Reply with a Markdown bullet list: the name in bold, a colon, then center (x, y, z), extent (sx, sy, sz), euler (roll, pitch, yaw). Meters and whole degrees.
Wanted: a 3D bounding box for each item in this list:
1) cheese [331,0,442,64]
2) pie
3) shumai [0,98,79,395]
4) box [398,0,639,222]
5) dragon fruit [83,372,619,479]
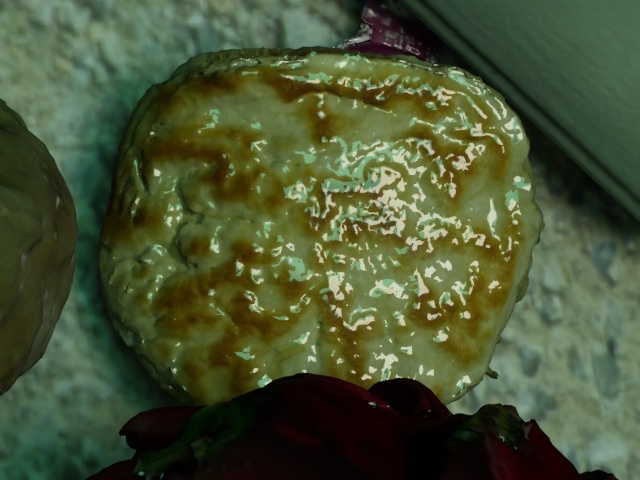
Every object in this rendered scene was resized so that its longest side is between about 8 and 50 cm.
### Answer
- **cheese**: center (0.036, -0.078, 0.775), extent (0.095, 0.038, 0.145), euler (16, 76, -22)
- **pie**: center (0.000, 0.000, 0.709), extent (0.205, 0.084, 0.179), euler (0, 96, -8)
- **shumai**: center (-0.236, -0.022, 0.516), extent (0.346, 0.283, 0.217), euler (14, 79, -19)
- **box**: center (0.166, -0.141, 0.747), extent (0.312, 0.182, 0.175), euler (41, 39, -14)
- **dragon fruit**: center (0.009, 0.203, 0.571), extent (0.329, 0.329, 0.329), euler (3, 81, -23)
